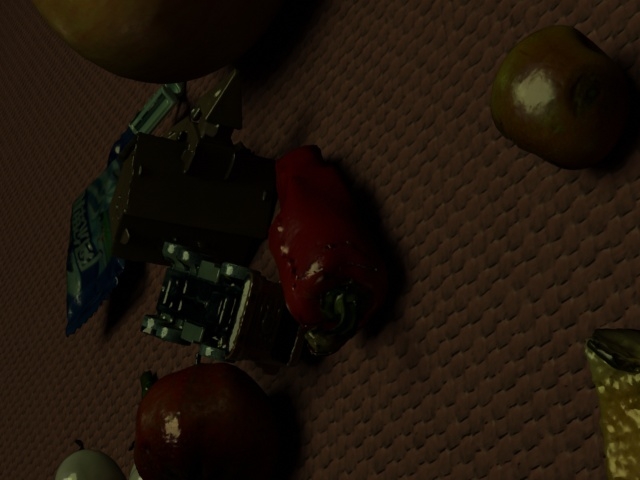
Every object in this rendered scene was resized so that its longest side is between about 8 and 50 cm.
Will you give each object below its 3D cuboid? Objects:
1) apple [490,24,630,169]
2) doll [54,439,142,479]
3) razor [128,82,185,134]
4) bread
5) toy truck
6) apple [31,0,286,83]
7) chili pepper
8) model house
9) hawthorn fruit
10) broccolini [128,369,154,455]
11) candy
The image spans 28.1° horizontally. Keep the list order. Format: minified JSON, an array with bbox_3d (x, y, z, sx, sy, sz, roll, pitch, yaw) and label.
[{"bbox_3d":[0.189,-0.113,1.003,0.102,0.099,0.114,-63,25,16],"label":"apple"},{"bbox_3d":[-0.228,0.339,1.515,0.271,0.144,0.208,-10,88,41],"label":"doll"},{"bbox_3d":[-0.229,-0.286,1.970,0.111,0.056,0.277,-41,34,45],"label":"razor"},{"bbox_3d":[0.237,0.111,0.736,0.169,0.140,0.160,-38,55,44],"label":"bread"},{"bbox_3d":[-0.097,0.076,1.412,0.257,0.140,0.108,11,85,59],"label":"toy truck"},{"bbox_3d":[-0.204,-0.397,1.624,0.346,0.391,0.391,-40,40,26],"label":"apple"},{"bbox_3d":[0.000,0.000,1.304,0.110,0.110,0.387,-60,25,25],"label":"chili pepper"},{"bbox_3d":[-0.143,-0.108,1.537,0.248,0.181,0.176,-64,28,29],"label":"model house"},{"bbox_3d":[-0.122,0.193,1.372,0.157,0.157,0.194,-56,27,31],"label":"hawthorn fruit"},{"bbox_3d":[-0.208,0.223,1.660,0.074,0.058,0.201,-50,17,14],"label":"broccolini"},{"bbox_3d":[-0.338,-0.015,1.991,0.187,0.077,0.331,-45,36,40],"label":"candy"}]
